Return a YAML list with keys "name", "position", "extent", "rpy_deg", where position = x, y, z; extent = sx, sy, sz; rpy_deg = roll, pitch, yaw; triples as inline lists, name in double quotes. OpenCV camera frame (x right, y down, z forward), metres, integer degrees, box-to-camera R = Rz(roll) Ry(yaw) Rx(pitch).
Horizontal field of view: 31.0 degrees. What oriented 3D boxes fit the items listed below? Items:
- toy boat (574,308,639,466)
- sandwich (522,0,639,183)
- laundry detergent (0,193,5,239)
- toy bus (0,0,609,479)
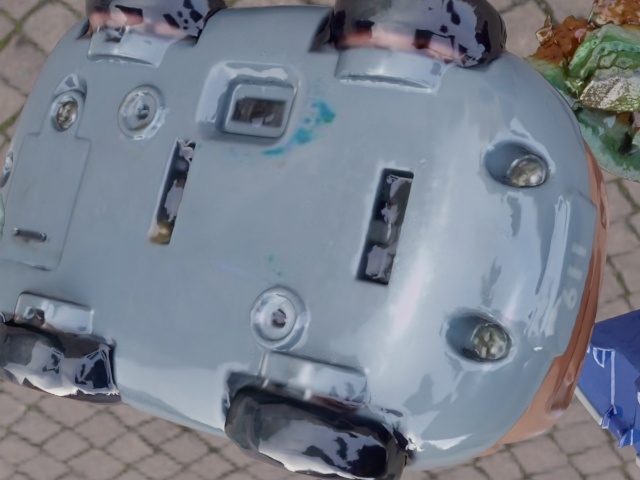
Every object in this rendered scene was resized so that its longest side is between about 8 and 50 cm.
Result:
- name: "toy boat"
  position: [0.307, 0.073, 0.718]
  extent: [0.295, 0.129, 0.088]
  rpy_deg: [-13, 122, -17]
- name: "sandwich"
  position: [0.384, -0.216, 1.318]
  extent: [0.250, 0.162, 0.301]
  rpy_deg: [34, 81, -33]
- name: "laundry detergent"
  position: [-0.222, 0.000, 0.410]
  extent: [0.211, 0.137, 0.063]
  rpy_deg: [-11, 109, -32]
- name: "toy bus"
  position: [0.000, 0.000, 0.541]
  extent: [0.288, 0.194, 0.232]
  rpy_deg: [9, 173, 33]
